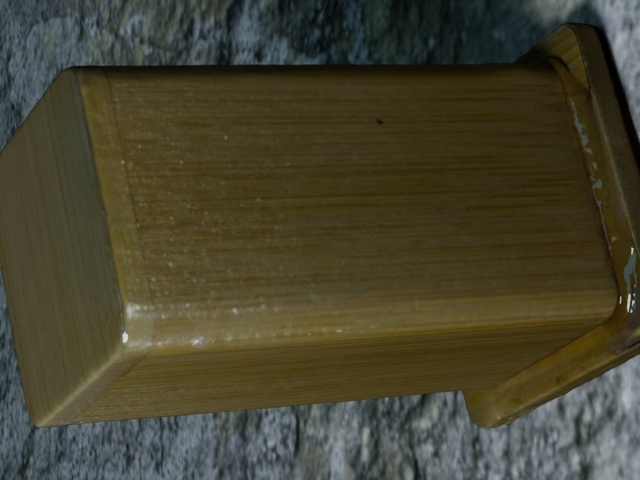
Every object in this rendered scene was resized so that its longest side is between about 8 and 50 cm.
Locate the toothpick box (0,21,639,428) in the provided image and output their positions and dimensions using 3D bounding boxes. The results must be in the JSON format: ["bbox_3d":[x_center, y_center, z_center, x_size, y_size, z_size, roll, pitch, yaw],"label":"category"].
[{"bbox_3d":[0.000,0.000,0.992,0.190,0.308,0.187,-38,60,55],"label":"toothpick box"}]
